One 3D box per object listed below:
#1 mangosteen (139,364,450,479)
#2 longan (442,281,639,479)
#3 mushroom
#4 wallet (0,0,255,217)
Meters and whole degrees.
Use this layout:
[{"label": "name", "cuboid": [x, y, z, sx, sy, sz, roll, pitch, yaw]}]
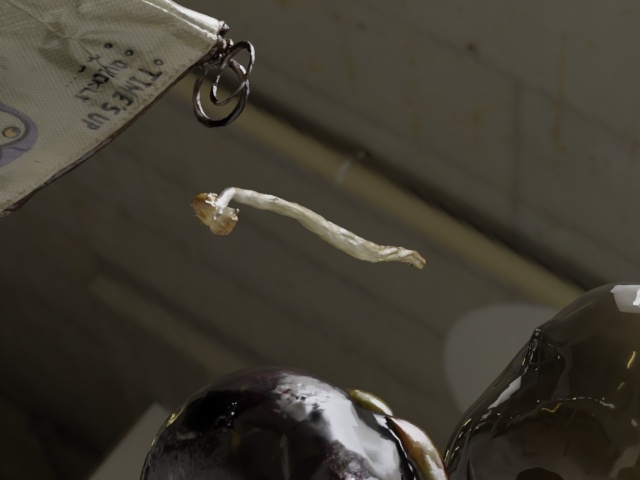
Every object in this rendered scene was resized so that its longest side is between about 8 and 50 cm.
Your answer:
[{"label": "mangosteen", "cuboid": [-0.006, 0.185, 1.244, 0.211, 0.250, 0.211, 12, -72, 39]}, {"label": "longan", "cuboid": [0.260, 0.201, 1.599, 0.288, 0.350, 0.288, 31, -8, 5]}, {"label": "mushroom", "cuboid": [0.001, -0.006, 1.069, 0.026, 0.028, 0.286, 12, 0, 27]}, {"label": "wallet", "cuboid": [-0.242, -0.120, 1.274, 0.275, 0.068, 0.335, 29, -40, -31]}]
